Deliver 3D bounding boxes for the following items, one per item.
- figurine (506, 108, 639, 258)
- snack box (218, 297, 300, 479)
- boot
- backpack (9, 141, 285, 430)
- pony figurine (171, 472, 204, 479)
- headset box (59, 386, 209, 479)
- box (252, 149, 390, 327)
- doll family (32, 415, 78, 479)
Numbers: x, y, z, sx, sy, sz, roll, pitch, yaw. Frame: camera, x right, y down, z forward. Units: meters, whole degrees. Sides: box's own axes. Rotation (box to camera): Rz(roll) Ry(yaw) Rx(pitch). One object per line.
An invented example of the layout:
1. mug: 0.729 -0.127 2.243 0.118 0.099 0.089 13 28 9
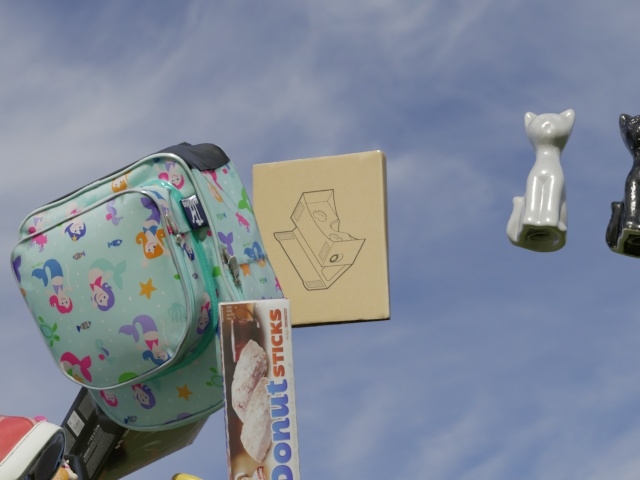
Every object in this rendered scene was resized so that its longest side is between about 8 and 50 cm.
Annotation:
1. figurine: 0.365 -0.089 1.864 0.215 0.209 0.092 3 -26 14
2. snack box: -0.055 0.142 1.244 0.064 0.178 0.022 -4 2 -12
3. boot: -0.394 0.247 1.417 0.176 0.244 0.088 14 -63 12
4. backpack: -0.157 0.054 1.334 0.225 0.253 0.191 -22 6 26
5. pony figurine: -0.159 0.550 2.304 0.363 0.303 0.351 27 -42 4
6. headset box: -0.285 0.280 2.329 0.293 0.110 0.218 -20 -29 -48
7. box: 0.000 0.000 1.613 0.164 0.201 0.021 -6 -16 18
8. doll family: -0.341 0.369 1.883 0.118 0.263 0.163 -41 -25 -25
